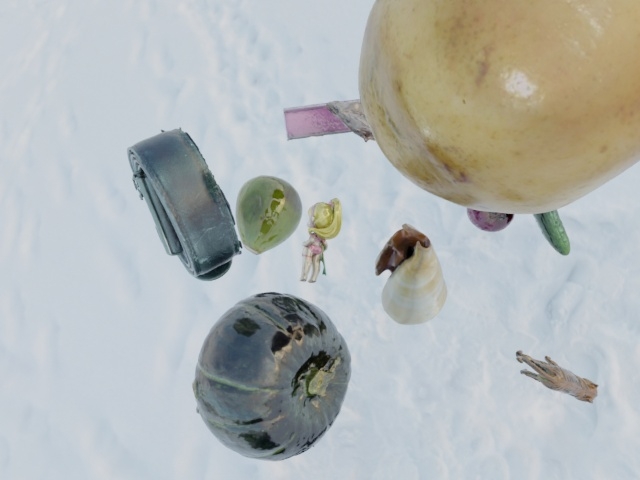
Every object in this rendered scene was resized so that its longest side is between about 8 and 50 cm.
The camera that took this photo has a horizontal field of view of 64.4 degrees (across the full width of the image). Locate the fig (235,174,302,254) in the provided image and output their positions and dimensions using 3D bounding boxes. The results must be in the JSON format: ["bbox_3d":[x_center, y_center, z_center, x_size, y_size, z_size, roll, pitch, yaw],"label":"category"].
[{"bbox_3d":[-0.154,-0.081,1.508,0.207,0.207,0.230,-17,41,22],"label":"fig"}]

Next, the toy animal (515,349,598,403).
[{"bbox_3d":[0.473,0.271,1.019,0.099,0.241,0.057,24,89,53],"label":"toy animal"}]

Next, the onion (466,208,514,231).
[{"bbox_3d":[0.397,-0.075,1.175,0.115,0.115,0.104,-58,18,-13],"label":"onion"}]

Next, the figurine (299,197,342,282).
[{"bbox_3d":[0.000,0.000,1.071,0.083,0.083,0.188,12,87,37],"label":"figurine"}]

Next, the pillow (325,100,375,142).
[{"bbox_3d":[0.140,-0.236,1.024,0.135,0.248,0.049,57,136,39],"label":"pillow"}]

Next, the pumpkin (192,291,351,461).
[{"bbox_3d":[-0.090,0.258,0.990,0.241,0.323,0.324,6,64,44],"label":"pumpkin"}]

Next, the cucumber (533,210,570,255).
[{"bbox_3d":[0.513,-0.060,1.156,0.056,0.250,0.056,-27,29,17],"label":"cucumber"}]

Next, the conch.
[{"bbox_3d":[0.192,0.063,0.985,0.127,0.255,0.158,-13,60,-17],"label":"conch"}]

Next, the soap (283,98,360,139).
[{"bbox_3d":[0.036,-0.314,1.300,0.259,0.081,0.181,-8,17,-2],"label":"soap"}]

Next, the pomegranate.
[{"bbox_3d":[0.228,-0.236,0.602,0.416,0.417,0.417,-16,53,23],"label":"pomegranate"}]

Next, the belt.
[{"bbox_3d":[-0.226,-0.049,0.848,0.116,0.268,0.206,-30,21,-21],"label":"belt"}]
